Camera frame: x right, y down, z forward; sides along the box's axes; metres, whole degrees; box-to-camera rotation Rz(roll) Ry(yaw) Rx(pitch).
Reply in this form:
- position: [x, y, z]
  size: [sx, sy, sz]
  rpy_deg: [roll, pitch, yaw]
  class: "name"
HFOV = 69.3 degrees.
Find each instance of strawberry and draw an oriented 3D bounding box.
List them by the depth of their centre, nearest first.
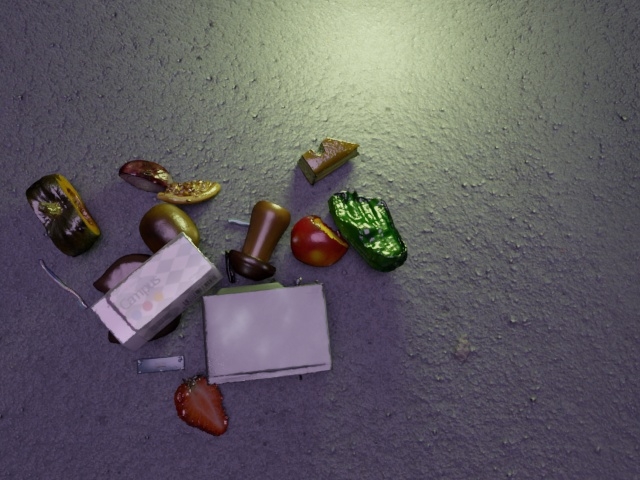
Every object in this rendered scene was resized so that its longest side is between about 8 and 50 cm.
- position: [-0.454, 0.616, 1.710]
  size: [0.175, 0.107, 0.235]
  rpy_deg: [-7, 81, -41]
  class: "strawberry"

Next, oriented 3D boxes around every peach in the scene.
- position: [0.000, 0.000, 1.780]
  size: [0.226, 0.190, 0.196]
  rpy_deg: [-3, 67, 2]
  class: "peach"

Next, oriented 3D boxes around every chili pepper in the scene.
- position: [0.186, -0.035, 1.811]
  size: [0.213, 0.167, 0.385]
  rpy_deg: [-22, 66, -32]
  class: "chili pepper"

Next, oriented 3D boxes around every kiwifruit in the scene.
- position: [-0.565, -0.023, 1.751]
  size: [0.234, 0.196, 0.196]
  rpy_deg: [44, 81, 6]
  class: "kiwifruit"

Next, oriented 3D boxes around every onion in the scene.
- position: [-0.674, -0.263, 1.809]
  size: [0.206, 0.151, 0.098]
  rpy_deg: [22, 66, -16]
  class: "onion"

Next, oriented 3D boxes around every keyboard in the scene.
- position: [-0.608, 0.472, 1.760]
  size: [0.176, 0.014, 0.055]
  rpy_deg: [-4, 82, -4]
  class: "keyboard"

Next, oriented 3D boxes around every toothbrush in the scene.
- position: [-0.993, 0.168, 1.780]
  size: [0.269, 0.021, 0.027]
  rpy_deg: [44, 76, 4]
  class: "toothbrush"

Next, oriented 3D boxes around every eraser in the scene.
- position: [-0.558, 0.177, 1.605]
  size: [0.397, 0.082, 0.213]
  rpy_deg: [-42, 89, -13]
  class: "eraser"

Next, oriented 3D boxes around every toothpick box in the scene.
- position: [-0.229, 0.006, 1.762]
  size: [0.192, 0.192, 0.294]
  rpy_deg: [21, 81, 0]
  class: "toothpick box"

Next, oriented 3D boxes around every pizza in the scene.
- position: [-0.507, -0.190, 1.800]
  size: [0.246, 0.058, 0.127]
  rpy_deg: [-4, 39, -21]
  class: "pizza"

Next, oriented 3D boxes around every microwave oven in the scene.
- position: [-0.191, 0.326, 1.694]
  size: [0.432, 0.236, 0.374]
  rpy_deg: [-5, 82, -4]
  class: "microwave oven"

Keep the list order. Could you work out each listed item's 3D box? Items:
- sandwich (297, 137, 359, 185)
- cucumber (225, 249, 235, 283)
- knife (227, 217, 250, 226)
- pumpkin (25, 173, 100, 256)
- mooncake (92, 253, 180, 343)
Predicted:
- position: [0.034, -0.341, 1.870]
  size: [0.236, 0.122, 0.128]
  rpy_deg: [-33, 88, -10]
  class: "sandwich"
- position: [-0.358, 0.102, 1.822]
  size: [0.034, 0.033, 0.134]
  rpy_deg: [-9, 80, 34]
  class: "cucumber"
- position: [-0.270, -0.058, 1.860]
  size: [0.210, 0.015, 0.028]
  rpy_deg: [13, 76, -3]
  class: "knife"
- position: [-0.959, -0.099, 1.722]
  size: [0.139, 0.222, 0.317]
  rpy_deg: [-30, 85, -8]
  class: "pumpkin"
- position: [-0.667, 0.227, 1.710]
  size: [0.326, 0.174, 0.334]
  rpy_deg: [41, 79, -2]
  class: "mooncake"
